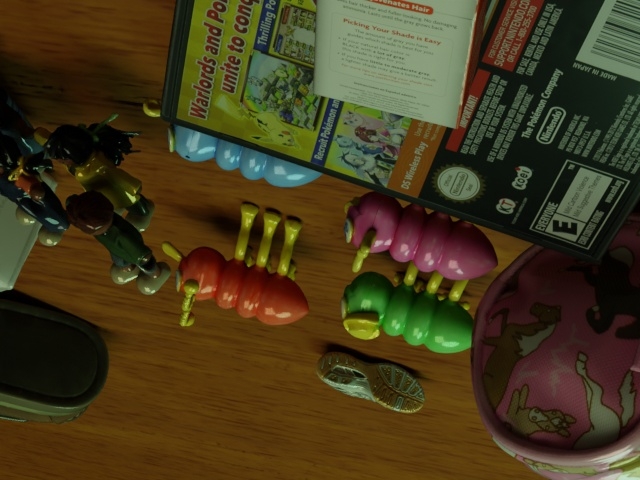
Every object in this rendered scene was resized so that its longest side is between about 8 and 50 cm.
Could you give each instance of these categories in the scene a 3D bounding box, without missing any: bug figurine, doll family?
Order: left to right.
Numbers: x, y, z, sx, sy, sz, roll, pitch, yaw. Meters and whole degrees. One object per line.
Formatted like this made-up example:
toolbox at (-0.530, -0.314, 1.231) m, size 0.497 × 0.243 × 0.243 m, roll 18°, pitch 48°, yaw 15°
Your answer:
doll family at (-0.161, -0.047, 1.029) m, size 0.193 × 0.076 × 0.111 m, roll 23°, pitch 165°, yaw 26°
bug figurine at (0.000, 0.000, 1.053) m, size 0.216 × 0.072 × 0.279 m, roll 16°, pitch 154°, yaw 5°

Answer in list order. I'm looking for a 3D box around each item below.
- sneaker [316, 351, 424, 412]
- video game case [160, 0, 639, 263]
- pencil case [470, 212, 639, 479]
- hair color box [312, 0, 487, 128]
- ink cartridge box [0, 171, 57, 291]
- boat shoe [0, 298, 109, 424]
sneaker at (0.037, 0.103, 1.292) m, size 0.083 × 0.032 × 0.037 m, roll 23°, pitch 169°, yaw 2°
video game case at (0.056, -0.103, 0.824) m, size 0.248 × 0.035 × 0.275 m, roll 18°, pitch 149°, yaw 0°
pencil case at (0.247, 0.133, 1.041) m, size 0.167 × 0.160 × 0.386 m, roll -30°, pitch 133°, yaw 27°
hair color box at (0.036, -0.111, 0.745) m, size 0.072 × 0.043 × 0.141 m, roll 15°, pitch 150°, yaw 6°
ink cartridge box at (-0.309, -0.043, 1.154) m, size 0.218 × 0.092 × 0.158 m, roll 32°, pitch 152°, yaw -30°
boat shoe at (-0.325, 0.077, 1.381) m, size 0.307 × 0.111 × 0.104 m, roll 25°, pitch 153°, yaw -14°
